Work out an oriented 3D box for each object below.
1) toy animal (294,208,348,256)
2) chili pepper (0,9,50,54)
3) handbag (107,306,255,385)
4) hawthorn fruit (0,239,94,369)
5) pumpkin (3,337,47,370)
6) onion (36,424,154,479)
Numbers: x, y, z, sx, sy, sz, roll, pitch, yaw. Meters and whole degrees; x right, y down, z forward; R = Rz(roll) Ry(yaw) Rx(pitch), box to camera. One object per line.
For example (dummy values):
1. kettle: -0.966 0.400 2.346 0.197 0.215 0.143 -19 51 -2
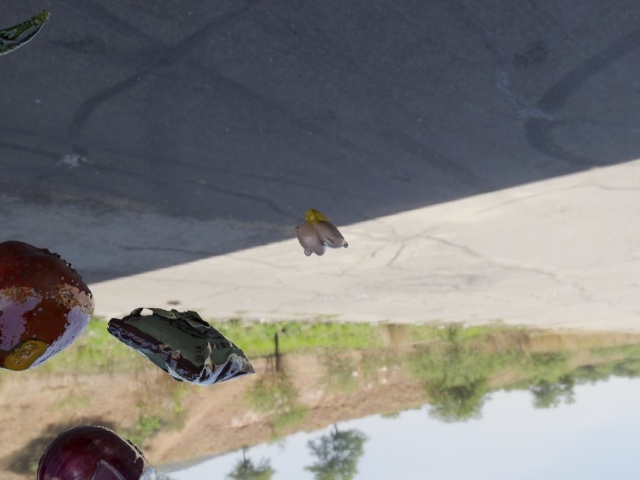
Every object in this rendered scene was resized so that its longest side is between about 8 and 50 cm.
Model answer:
1. toy animal: 0.000 0.000 1.256 0.082 0.114 0.091 -46 139 2
2. chili pepper: -0.797 -0.473 1.509 0.360 0.076 0.085 -7 -159 16
3. handbag: -0.265 0.210 1.237 0.235 0.127 0.213 22 -175 26
4. hawthorn fruit: -0.653 0.169 1.353 0.287 0.330 0.287 30 164 10
5. pumpkin: -0.532 0.200 1.143 0.083 0.028 0.050 -34 134 5
6. onion: -0.513 0.523 1.396 0.272 0.230 0.256 -38 163 -51
